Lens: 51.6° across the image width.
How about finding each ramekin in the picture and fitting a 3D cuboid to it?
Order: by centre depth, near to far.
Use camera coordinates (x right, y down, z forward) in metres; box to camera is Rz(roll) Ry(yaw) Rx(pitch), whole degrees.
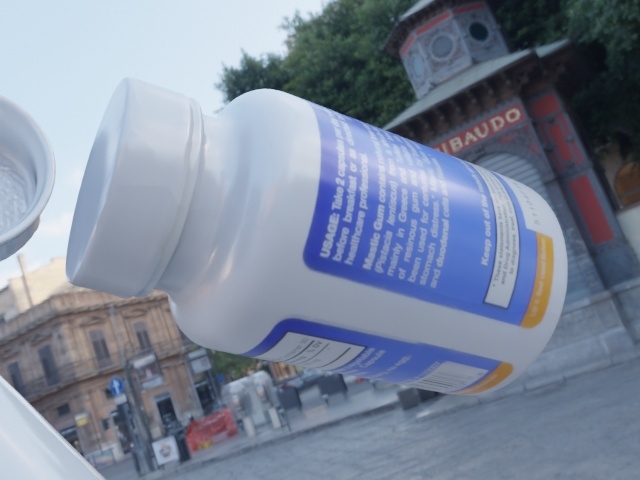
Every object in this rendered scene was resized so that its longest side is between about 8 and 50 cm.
[{"bbox_3d":[-0.553,-0.087,1.010,0.277,0.277,0.135,-16,-14,-28],"label":"ramekin"}]

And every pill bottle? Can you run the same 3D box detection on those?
[{"bbox_3d":[0.000,0.000,0.401,0.271,0.153,0.152,16,-27,-26],"label":"pill bottle"}]

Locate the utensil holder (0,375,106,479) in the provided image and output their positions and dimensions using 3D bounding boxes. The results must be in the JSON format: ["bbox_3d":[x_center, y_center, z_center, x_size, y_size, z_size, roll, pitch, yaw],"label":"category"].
[{"bbox_3d":[-0.389,0.336,0.701,0.328,0.385,0.328,-48,-19,-22],"label":"utensil holder"}]
